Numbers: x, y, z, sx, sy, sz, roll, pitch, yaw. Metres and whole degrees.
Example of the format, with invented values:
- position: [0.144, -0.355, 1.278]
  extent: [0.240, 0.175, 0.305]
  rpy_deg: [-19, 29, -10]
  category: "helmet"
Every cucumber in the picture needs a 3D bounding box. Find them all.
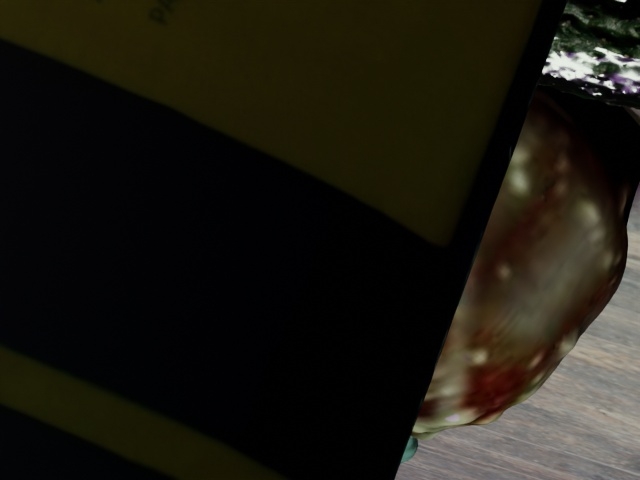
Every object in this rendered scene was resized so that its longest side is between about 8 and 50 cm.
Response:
- position: [0.154, -0.092, 0.823]
  extent: [0.245, 0.067, 0.067]
  rpy_deg: [17, 161, 11]
  category: "cucumber"

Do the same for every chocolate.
- position: [0.000, 0.000, 1.004]
  extent: [0.340, 0.210, 0.225]
  rpy_deg: [15, 158, 13]
  category: "chocolate"

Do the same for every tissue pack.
- position: [-0.061, -0.062, 0.576]
  extent: [0.253, 0.417, 0.264]
  rpy_deg: [21, 161, -3]
  category: "tissue pack"

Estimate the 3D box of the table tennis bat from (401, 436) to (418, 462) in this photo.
- position: [0.012, 0.049, 1.135]
  extent: [0.149, 0.237, 0.038]
  rpy_deg: [3, 132, -25]
  category: "table tennis bat"
